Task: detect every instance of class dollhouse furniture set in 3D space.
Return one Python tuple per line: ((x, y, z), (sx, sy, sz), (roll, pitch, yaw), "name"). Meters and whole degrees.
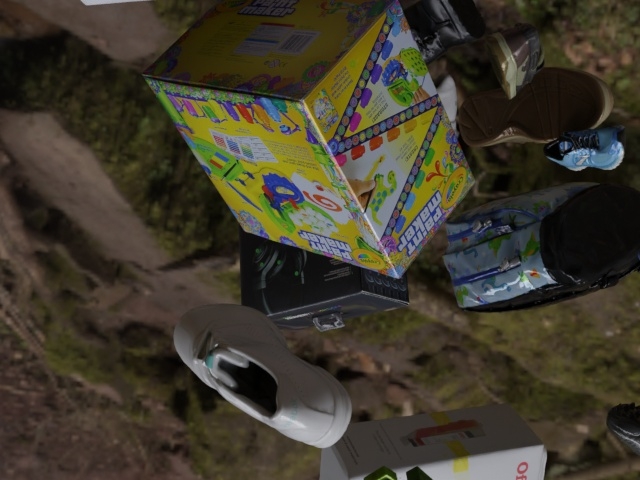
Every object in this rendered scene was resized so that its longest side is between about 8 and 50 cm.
((0.063, 0.308, 1.099), (0.151, 0.076, 0.058), (-34, 120, 15), "dollhouse furniture set")

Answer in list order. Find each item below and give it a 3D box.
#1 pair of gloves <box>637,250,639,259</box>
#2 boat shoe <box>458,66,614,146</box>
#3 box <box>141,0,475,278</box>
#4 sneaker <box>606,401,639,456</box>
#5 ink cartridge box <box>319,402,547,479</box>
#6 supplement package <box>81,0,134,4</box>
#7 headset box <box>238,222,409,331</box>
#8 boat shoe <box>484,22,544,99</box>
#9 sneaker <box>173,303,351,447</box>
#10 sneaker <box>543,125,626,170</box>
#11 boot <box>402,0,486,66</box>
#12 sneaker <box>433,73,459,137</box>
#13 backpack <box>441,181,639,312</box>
((0.338, 0.008, 0.727), (0.159, 0.198, 0.023), (50, -171, 32), "pair of gloves")
((0.374, -0.224, 1.666), (0.110, 0.122, 0.341), (-7, -175, -29), "boat shoe")
((-0.012, -0.135, 1.207), (0.290, 0.177, 0.279), (17, 147, 43), "box")
((0.404, 0.269, 1.102), (0.234, 0.106, 0.078), (29, -165, -10), "sneaker")
((0.200, 0.477, 1.848), (0.384, 0.279, 0.160), (-4, -155, -17), "ink cartridge box")
((-0.274, -0.462, 1.346), (0.139, 0.244, 0.134), (1, 161, 19), "supplement package")
((0.000, 0.000, 1.573), (0.246, 0.283, 0.131), (-17, 158, 36), "headset box")
((0.272, -0.248, 1.355), (0.073, 0.080, 0.223), (-24, 175, 12), "boat shoe")
((-0.071, 0.102, 0.839), (0.212, 0.080, 0.094), (24, -177, 43), "sneaker")
((0.397, -0.138, 1.497), (0.073, 0.063, 0.162), (7, 171, -22), "sneaker")
((0.192, -0.469, 1.977), (0.207, 0.246, 0.094), (-18, -161, 49), "boot")
((0.091, -0.234, 1.679), (0.297, 0.129, 0.111), (2, -166, -9), "sneaker")
((0.386, 0.018, 1.800), (0.290, 0.273, 0.355), (-20, 165, -36), "backpack")
